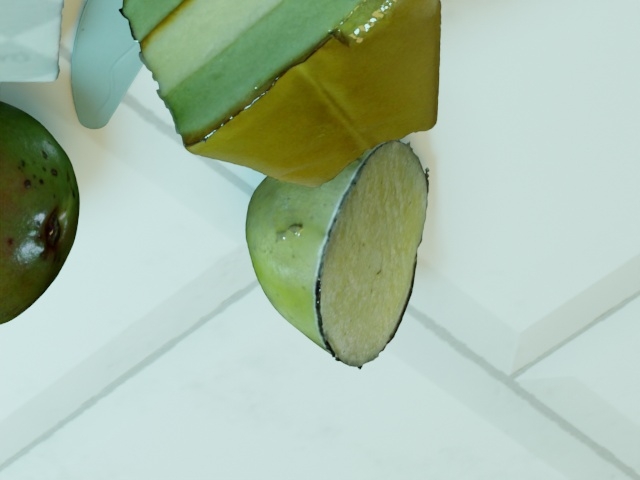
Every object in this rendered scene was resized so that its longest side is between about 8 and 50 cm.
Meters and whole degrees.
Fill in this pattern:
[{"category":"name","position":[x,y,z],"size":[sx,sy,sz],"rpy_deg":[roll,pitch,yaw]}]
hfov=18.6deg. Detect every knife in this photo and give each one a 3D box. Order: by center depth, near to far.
[{"category":"knife","position":[-0.115,-0.197,1.430],"size":[0.080,0.044,0.331],"rpy_deg":[17,131,-32]}]

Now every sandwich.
[{"category":"sandwich","position":[0.014,-0.164,1.376],"size":[0.227,0.155,0.198],"rpy_deg":[-36,153,24]}]

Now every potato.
[{"category":"potato","position":[0.000,0.000,1.592],"size":[0.117,0.182,0.202],"rpy_deg":[15,163,23]}]

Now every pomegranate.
[{"category":"pomegranate","position":[-0.287,-0.027,1.480],"size":[0.209,0.180,0.180],"rpy_deg":[10,144,28]}]

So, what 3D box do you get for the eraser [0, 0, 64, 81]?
[{"category":"eraser","position":[-0.375,-0.186,1.341],"size":[0.396,0.082,0.213],"rpy_deg":[-1,133,-13]}]
